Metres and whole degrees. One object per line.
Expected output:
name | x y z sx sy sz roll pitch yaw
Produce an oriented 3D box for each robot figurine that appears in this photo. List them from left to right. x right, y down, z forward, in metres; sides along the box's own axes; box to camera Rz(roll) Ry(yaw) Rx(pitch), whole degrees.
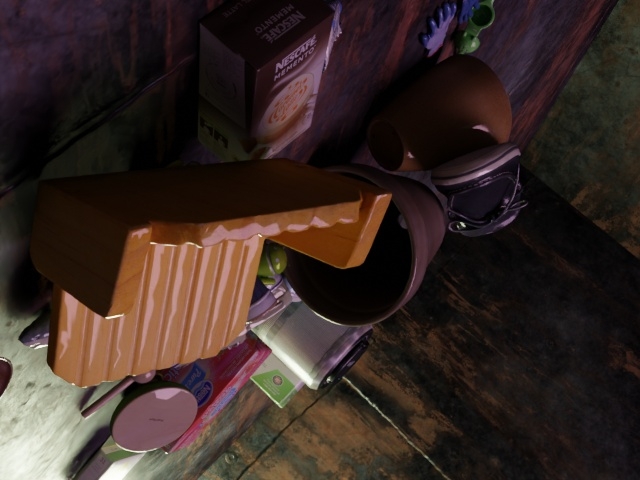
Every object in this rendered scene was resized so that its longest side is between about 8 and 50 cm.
robot figurine | -0.119 0.043 1.742 0.115 0.101 0.067 -14 166 9

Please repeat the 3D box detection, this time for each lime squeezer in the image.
lime squeezer | 0.343 -0.468 1.851 0.110 0.059 0.310 -38 163 -37

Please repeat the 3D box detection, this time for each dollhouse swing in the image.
dollhouse swing | -0.143 0.072 1.065 0.346 0.315 0.305 -9 111 -38

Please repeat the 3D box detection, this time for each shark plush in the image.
shark plush | -0.353 0.094 1.229 0.161 0.073 0.067 -43 137 -2

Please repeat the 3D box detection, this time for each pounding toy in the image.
pounding toy | -0.370 0.322 1.776 0.183 0.110 0.237 -37 137 -2

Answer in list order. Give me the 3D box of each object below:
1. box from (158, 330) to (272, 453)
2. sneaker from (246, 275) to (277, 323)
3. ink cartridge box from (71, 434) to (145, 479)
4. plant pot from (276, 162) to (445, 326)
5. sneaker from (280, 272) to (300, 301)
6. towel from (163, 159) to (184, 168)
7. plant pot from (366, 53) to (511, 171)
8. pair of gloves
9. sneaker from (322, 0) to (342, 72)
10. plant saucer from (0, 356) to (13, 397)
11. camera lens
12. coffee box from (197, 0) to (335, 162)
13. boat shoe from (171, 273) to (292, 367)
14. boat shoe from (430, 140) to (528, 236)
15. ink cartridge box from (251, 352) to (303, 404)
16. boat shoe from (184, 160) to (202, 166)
box | -0.267 0.310 1.921 0.300 0.142 0.154 -49 168 2
sneaker | -0.202 0.080 1.620 0.099 0.153 0.282 -43 -164 -32
ink cartridge box | -0.460 0.488 2.011 0.235 0.056 0.171 -47 167 4
plant pot | 0.116 -0.013 1.793 0.280 0.323 0.323 -20 150 -55
sneaker | 0.000 0.000 1.948 0.208 0.127 0.319 -54 176 31
towel | -0.245 -0.027 1.294 0.102 0.021 0.237 -41 165 -26
plant pot | 0.229 -0.242 1.827 0.254 0.237 0.237 -27 158 -29
pair of gloves | 0.268 -0.454 1.726 0.198 0.023 0.159 -46 169 -6
sneaker | 0.007 -0.298 1.266 0.058 0.052 0.135 -46 168 -29
plant saucer | -0.498 0.217 1.139 0.198 0.036 0.198 -44 166 -14
camera lens | -0.026 0.211 2.124 0.219 0.274 0.219 -45 167 -14
coffee box | -0.078 -0.210 1.132 0.141 0.098 0.246 -43 166 -24
boat shoe | -0.187 0.173 1.780 0.302 0.094 0.109 -38 -165 -9
boat shoe | 0.345 -0.097 1.825 0.186 0.156 0.500 -19 172 10
ink cartridge box | -0.082 0.275 2.298 0.273 0.198 0.115 -45 167 -11
boat shoe | -0.188 0.007 1.270 0.089 0.104 0.285 -38 152 -33
